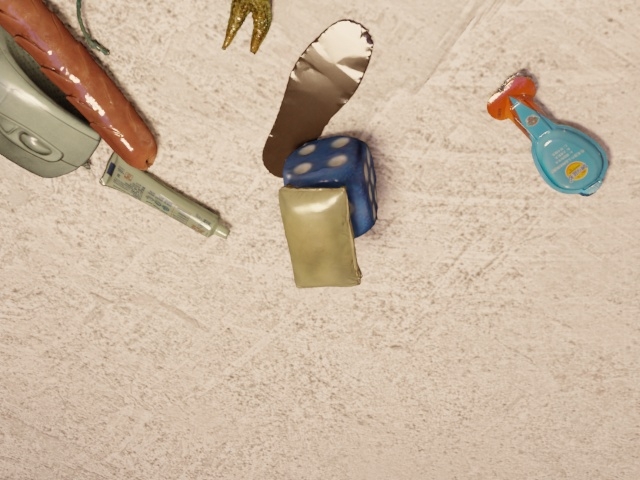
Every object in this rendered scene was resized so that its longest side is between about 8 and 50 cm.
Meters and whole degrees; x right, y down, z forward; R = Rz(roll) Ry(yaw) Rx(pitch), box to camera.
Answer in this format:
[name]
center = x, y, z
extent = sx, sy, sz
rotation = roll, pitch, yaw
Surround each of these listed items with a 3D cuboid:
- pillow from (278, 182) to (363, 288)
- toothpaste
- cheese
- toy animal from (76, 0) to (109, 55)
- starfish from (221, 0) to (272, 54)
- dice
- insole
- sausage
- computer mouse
[pillow]
center = 0.000, 0.000, 1.189
extent = 0.119, 0.053, 0.208
rotation = -4, 123, 11
[toothpaste]
center = -0.295, -0.075, 1.389
extent = 0.268, 0.047, 0.069
rotation = 29, 144, -5
[cheese]
center = 0.376, -0.166, 1.185
extent = 0.256, 0.037, 0.106
rotation = 43, 121, -15
[toy animal]
center = -0.358, -0.412, 1.161
extent = 0.079, 0.070, 0.253
rotation = 37, 128, 6
[starfish]
center = -0.115, -0.398, 1.135
extent = 0.216, 0.050, 0.224
rotation = 21, 121, 7
[dice]
center = 0.019, -0.087, 1.246
extent = 0.146, 0.146, 0.143
rotation = -8, 127, 14
[insole]
center = -0.016, -0.235, 1.241
extent = 0.111, 0.007, 0.328
rotation = 29, 125, -6
[sausage]
center = -0.431, -0.295, 1.247
extent = 0.087, 0.088, 0.433
rotation = -28, 115, 27
[computer mouse]
center = -0.554, -0.249, 1.288
extent = 0.188, 0.122, 0.371
rotation = -27, 118, 28
